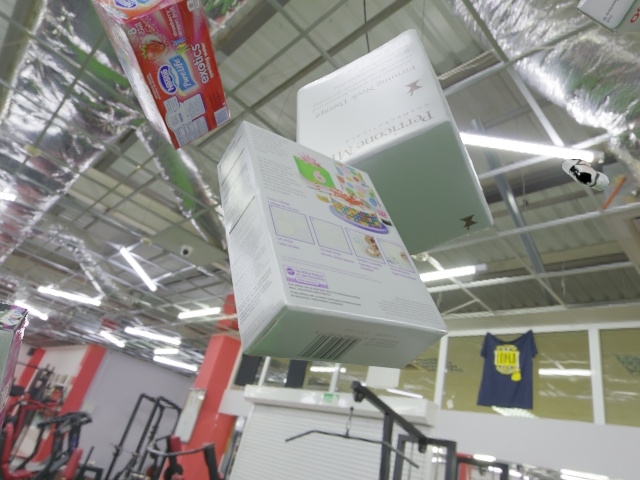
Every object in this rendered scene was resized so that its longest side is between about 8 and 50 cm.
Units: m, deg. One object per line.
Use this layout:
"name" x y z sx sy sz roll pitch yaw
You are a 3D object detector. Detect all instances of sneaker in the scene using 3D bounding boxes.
"sneaker" 0.527 -0.139 0.866 0.044 0.109 0.040 5 -60 -20

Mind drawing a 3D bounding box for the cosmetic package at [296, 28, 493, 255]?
"cosmetic package" 0.162 -0.206 1.018 0.330 0.393 0.327 -22 -45 21

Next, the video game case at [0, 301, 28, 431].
"video game case" -0.431 0.134 0.426 0.211 0.041 0.232 19 -65 -19

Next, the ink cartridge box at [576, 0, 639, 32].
"ink cartridge box" 0.539 -0.416 0.657 0.213 0.093 0.154 -14 -37 -20

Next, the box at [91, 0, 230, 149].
"box" -0.260 -0.301 0.730 0.122 0.128 0.256 45 -20 23

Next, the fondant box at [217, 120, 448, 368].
"fondant box" 0.000 0.000 0.586 0.239 0.330 0.096 16 -51 -33
